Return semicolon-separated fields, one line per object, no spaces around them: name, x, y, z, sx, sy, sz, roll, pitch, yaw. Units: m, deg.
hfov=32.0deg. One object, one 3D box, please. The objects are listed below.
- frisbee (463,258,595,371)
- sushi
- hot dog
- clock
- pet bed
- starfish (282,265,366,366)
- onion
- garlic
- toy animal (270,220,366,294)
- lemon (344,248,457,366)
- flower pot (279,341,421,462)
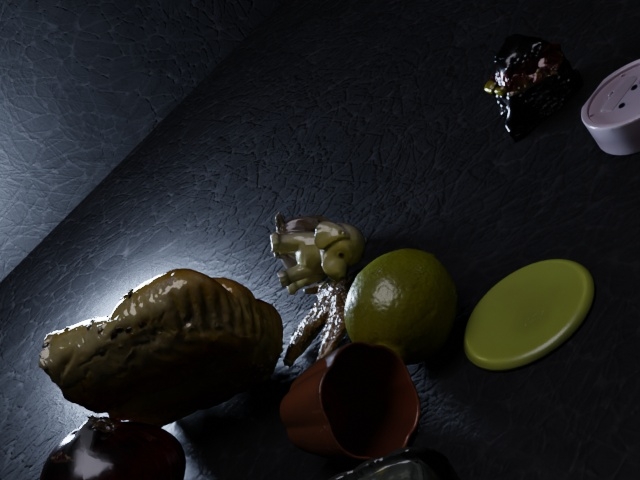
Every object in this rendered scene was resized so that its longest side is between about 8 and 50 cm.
frisbee;0.326;0.114;1.769;0.236;0.017;0.236;-30;27;18
sushi;0.412;-0.328;2.217;0.172;0.150;0.153;-31;26;17
hot dog;-0.257;0.190;2.064;0.365;0.367;0.196;-23;59;24
clock;0.564;-0.240;1.966;0.197;0.068;0.197;-31;26;17
pet bed;0.084;0.377;1.474;0.211;0.183;0.159;-29;30;21
starfish;0.050;0.118;2.088;0.302;0.060;0.299;-31;24;16
onion;-0.366;0.447;1.987;0.273;0.285;0.273;-9;2;0
garlic;0.000;0.000;2.308;0.194;0.127;0.131;-7;53;7
toy animal;-0.007;0.033;2.135;0.169;0.121;0.233;-12;-7;-10
lemon;0.136;0.106;1.854;0.184;0.184;0.248;-19;33;37
flower pot;0.034;0.263;1.756;0.173;0.190;0.190;-23;28;55
